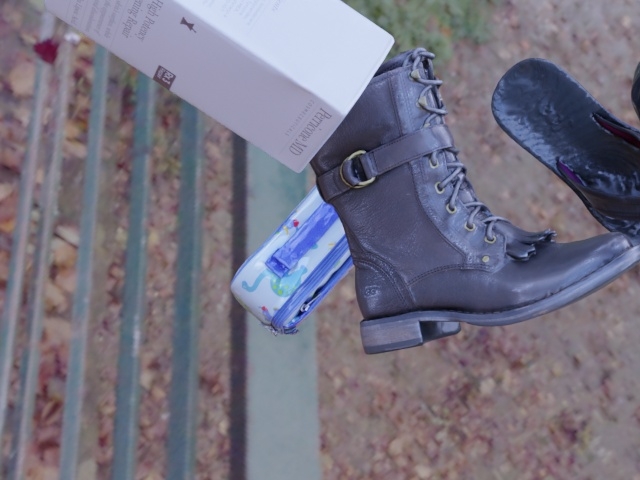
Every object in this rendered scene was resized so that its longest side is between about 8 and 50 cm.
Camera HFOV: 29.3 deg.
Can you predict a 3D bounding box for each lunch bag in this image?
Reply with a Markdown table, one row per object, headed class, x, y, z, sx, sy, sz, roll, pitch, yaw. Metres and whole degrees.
| class | x | y | z | sx | sy | sz | roll | pitch | yaw |
| --- | --- | --- | --- | --- | --- | --- | --- | --- | --- |
| lunch bag | 0.000 | 0.000 | 1.304 | 0.090 | 0.176 | 0.219 | 40 | 82 | 5 |

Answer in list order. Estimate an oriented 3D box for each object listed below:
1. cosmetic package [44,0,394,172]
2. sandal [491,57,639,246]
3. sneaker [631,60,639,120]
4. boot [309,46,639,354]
| class | x | y | z | sx | sy | sz | roll | pitch | yaw |
| --- | --- | --- | --- | --- | --- | --- | --- | --- | --- |
| cosmetic package | -0.076 | -0.158 | 0.888 | 0.231 | 0.117 | 0.085 | 34 | 64 | -5 |
| sandal | 0.423 | -0.110 | 1.792 | 0.445 | 0.168 | 0.107 | 38 | 14 | 24 |
| sneaker | 0.372 | -0.049 | 1.086 | 0.293 | 0.102 | 0.146 | 52 | 31 | 11 |
| boot | 0.101 | -0.042 | 0.962 | 0.091 | 0.263 | 0.229 | -6 | 80 | -65 |
